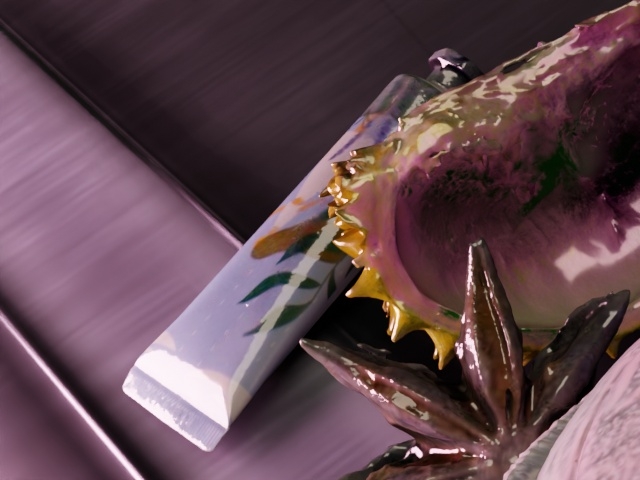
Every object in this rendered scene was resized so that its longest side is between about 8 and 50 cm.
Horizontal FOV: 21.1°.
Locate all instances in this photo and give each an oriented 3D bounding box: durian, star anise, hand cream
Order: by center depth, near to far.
[{"bbox_3d":[0.083,0.091,0.813,0.204,0.061,0.180,-37,86,1],"label":"star anise"},{"bbox_3d":[0.135,-0.027,0.888,0.260,0.154,0.186,-19,67,4],"label":"durian"},{"bbox_3d":[0.000,0.000,0.975,0.271,0.058,0.091,-48,46,-13],"label":"hand cream"}]

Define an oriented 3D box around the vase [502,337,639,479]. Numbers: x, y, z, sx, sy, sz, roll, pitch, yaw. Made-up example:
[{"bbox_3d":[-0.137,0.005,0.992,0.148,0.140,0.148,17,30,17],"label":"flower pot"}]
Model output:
[{"bbox_3d":[0.137,0.201,0.547,0.250,0.250,0.445,1,33,25],"label":"vase"}]
